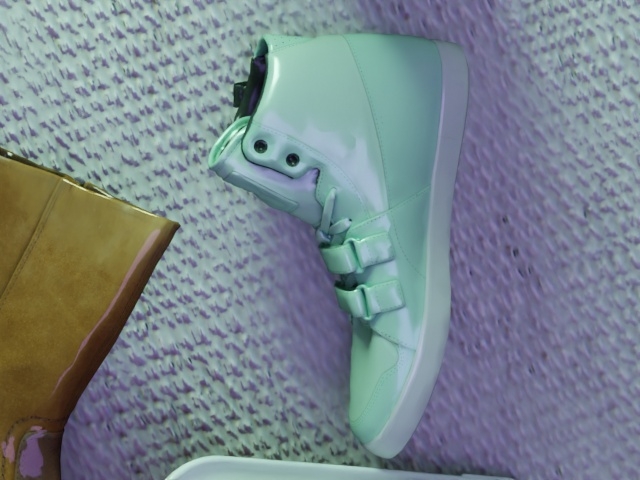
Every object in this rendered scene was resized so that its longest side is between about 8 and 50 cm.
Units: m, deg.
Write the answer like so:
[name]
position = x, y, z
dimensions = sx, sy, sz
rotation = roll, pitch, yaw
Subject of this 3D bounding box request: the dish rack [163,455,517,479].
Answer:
[dish rack]
position = 0.033, 0.277, 1.018
dimensions = 0.332, 0.072, 0.286
rotation = 11, 85, -38

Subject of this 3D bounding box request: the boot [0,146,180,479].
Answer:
[boot]
position = -0.146, 0.113, 1.016
dimensions = 0.264, 0.096, 0.280
rotation = 28, 92, 31

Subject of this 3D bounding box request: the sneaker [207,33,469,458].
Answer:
[sneaker]
position = 0.000, 0.000, 1.056
dimensions = 0.151, 0.094, 0.256
rotation = 5, 87, -15
